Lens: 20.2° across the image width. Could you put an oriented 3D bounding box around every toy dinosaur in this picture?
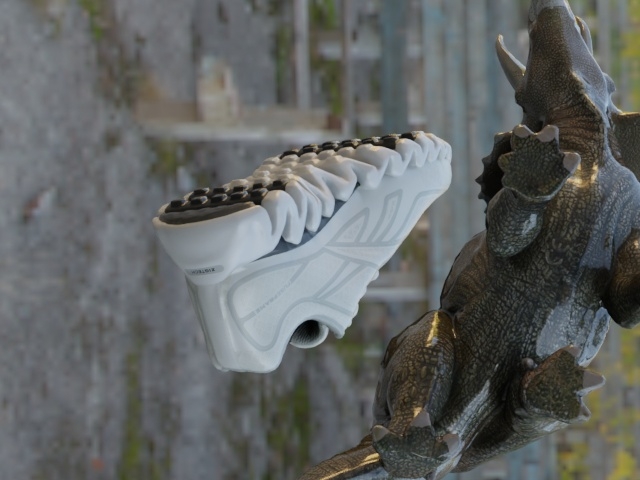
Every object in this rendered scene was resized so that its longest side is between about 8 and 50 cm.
[{"bbox_3d":[0.079,0.041,0.767,0.160,0.121,0.313,77,39,-85],"label":"toy dinosaur"}]

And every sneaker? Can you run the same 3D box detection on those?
[{"bbox_3d":[0.000,0.000,1.187,0.292,0.110,0.118,-27,107,-53],"label":"sneaker"}]
